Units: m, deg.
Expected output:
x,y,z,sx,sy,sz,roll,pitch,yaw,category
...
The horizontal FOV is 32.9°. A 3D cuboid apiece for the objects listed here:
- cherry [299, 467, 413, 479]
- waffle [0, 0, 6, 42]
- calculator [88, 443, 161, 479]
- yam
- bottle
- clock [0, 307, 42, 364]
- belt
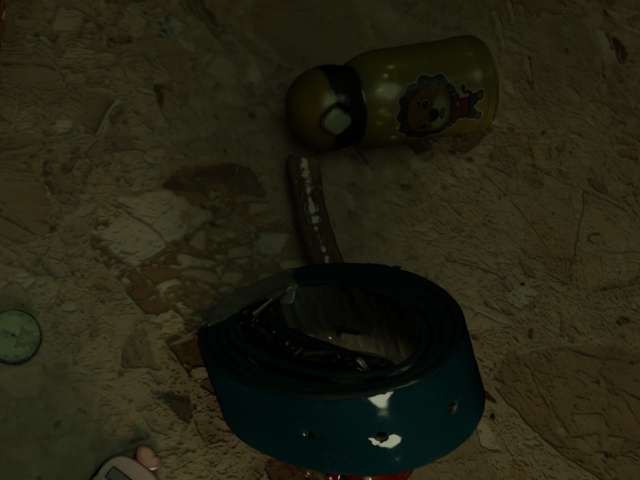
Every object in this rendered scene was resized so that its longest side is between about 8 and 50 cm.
x,y,z,sx,sy,sz,roll,pitch,yaw,category
0.074,0.290,1.653,0.249,0.192,0.175,-46,121,-26,cherry
-0.530,-0.244,1.577,0.091,0.213,0.307,10,73,-13,waffle
-0.294,0.375,1.588,0.103,0.024,0.166,39,69,-5,calculator
0.000,0.000,1.774,0.066,0.066,0.299,-12,79,-22,yam
0.112,-0.237,1.826,0.351,0.171,0.171,-14,80,-20,bottle
-0.453,0.141,1.601,0.085,0.017,0.085,5,74,-18,clock
0.025,0.172,1.542,0.300,0.437,0.173,-40,129,-37,belt
